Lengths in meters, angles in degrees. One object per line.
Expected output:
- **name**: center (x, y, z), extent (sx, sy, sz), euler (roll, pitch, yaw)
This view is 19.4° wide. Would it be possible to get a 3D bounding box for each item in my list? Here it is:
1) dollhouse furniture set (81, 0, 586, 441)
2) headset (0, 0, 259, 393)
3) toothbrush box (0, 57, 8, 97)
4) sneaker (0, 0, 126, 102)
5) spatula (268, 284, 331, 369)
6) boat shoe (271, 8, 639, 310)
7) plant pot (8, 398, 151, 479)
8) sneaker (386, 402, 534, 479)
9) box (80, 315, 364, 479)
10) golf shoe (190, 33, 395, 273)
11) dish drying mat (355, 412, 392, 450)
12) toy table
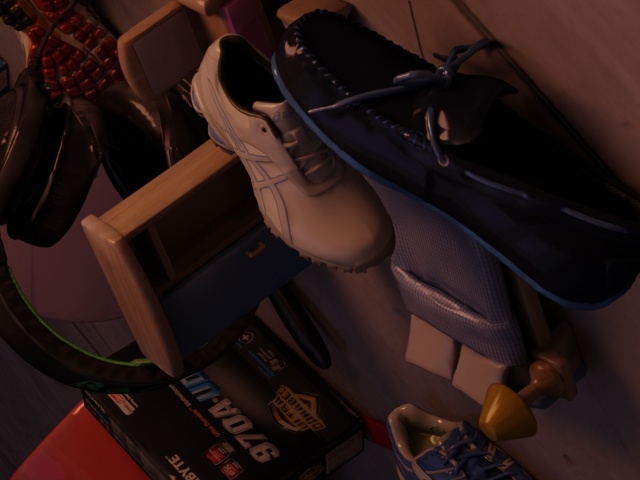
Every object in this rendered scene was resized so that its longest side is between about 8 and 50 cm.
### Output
- **dollhouse furniture set**: center (0.000, 0.000, 1.267), extent (0.303, 0.198, 0.286), euler (30, 150, 45)
- **headset**: center (-0.164, -0.080, 1.476), extent (0.185, 0.243, 0.394), euler (-32, 70, 59)
- **toothbrush box**: center (-0.485, -0.102, 2.003), extent (0.126, 0.295, 0.216), euler (47, 160, 14)
- **sneaker**: center (-0.232, -0.199, 1.636), extent (0.093, 0.088, 0.225), euler (-110, -4, -50)
- **spatula**: center (-0.082, -0.003, 1.678), extent (0.296, 0.030, 0.084), euler (49, 158, 10)
- **boat shoe**: center (0.094, -0.069, 1.125), extent (0.258, 0.109, 0.089), euler (32, 138, 3)
- **plant pot**: center (-0.147, 0.250, 1.925), extent (0.243, 0.275, 0.275), euler (44, 159, 4)
- **sneaker**: center (0.120, 0.197, 1.500), extent (0.211, 0.080, 0.081), euler (24, 149, 50)
- **box**: center (-0.093, 0.161, 1.748), extent (0.220, 0.175, 0.051), euler (43, 153, 33)
- **golf shoe**: center (-0.019, -0.055, 1.173), extent (0.176, 0.069, 0.086), euler (47, 164, 12)
- **dish drying mat**: center (0.055, 0.177, 1.707), extent (0.083, 0.008, 0.032), euler (16, 138, 59)
- **toy table**: center (-0.274, -0.036, 1.765), extent (0.161, 0.252, 0.274), euler (30, 172, 43)
